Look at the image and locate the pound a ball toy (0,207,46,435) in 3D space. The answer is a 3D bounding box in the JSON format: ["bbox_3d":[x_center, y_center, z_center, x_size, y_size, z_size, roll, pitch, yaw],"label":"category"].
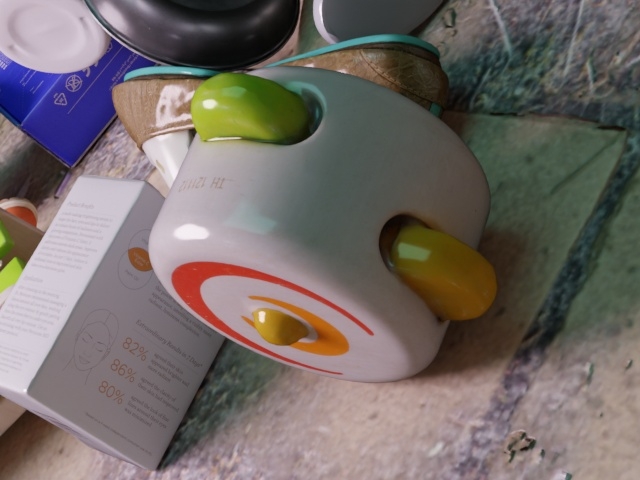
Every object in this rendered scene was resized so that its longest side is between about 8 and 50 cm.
[{"bbox_3d":[-0.302,0.157,1.073,0.319,0.135,0.208,-46,49,8],"label":"pound a ball toy"}]

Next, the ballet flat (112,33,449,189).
[{"bbox_3d":[-0.049,-0.076,1.050,0.342,0.116,0.124,0,78,40],"label":"ballet flat"}]

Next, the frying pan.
[{"bbox_3d":[-0.155,-0.269,1.172,0.197,0.326,0.053,-40,-12,-36],"label":"frying pan"}]

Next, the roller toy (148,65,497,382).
[{"bbox_3d":[0.000,0.000,0.852,0.191,0.209,0.146,118,175,-68],"label":"roller toy"}]

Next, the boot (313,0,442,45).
[{"bbox_3d":[0.067,-0.260,1.103,0.258,0.095,0.123,-52,25,-8],"label":"boot"}]

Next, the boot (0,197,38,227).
[{"bbox_3d":[-0.296,0.038,1.224,0.158,0.059,0.084,-55,40,7],"label":"boot"}]

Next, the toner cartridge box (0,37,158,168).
[{"bbox_3d":[-0.186,-0.247,1.337,0.348,0.075,0.165,-51,37,-2],"label":"toner cartridge box"}]

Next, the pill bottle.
[{"bbox_3d":[-0.232,-0.254,1.235,0.112,0.112,0.187,-22,46,31],"label":"pill bottle"}]

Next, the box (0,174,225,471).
[{"bbox_3d":[-0.148,0.058,0.995,0.091,0.130,0.170,8,64,48],"label":"box"}]
